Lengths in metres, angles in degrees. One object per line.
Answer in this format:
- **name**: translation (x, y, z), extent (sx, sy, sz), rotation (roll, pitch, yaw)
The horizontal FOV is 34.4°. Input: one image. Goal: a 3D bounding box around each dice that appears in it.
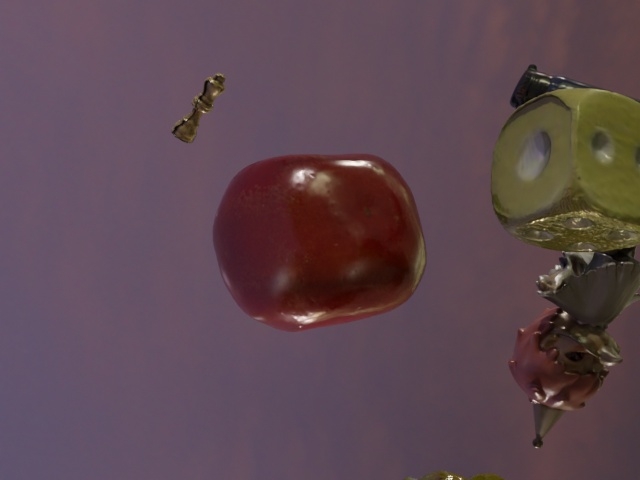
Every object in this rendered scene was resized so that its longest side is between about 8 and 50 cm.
- **dice**: translation (0.328, -0.085, 1.309), extent (0.169, 0.166, 0.169), rotation (14, -107, -27)

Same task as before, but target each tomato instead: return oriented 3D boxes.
- **tomato**: translation (0.000, 0.000, 1.621), extent (0.290, 0.325, 0.293), rotation (-41, 53, 56)

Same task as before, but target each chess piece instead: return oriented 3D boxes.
- **chess piece**: translation (-0.264, -0.297, 2.283), extent (0.172, 0.060, 0.060), rotation (-54, -16, 20)

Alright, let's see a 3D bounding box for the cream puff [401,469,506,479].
- **cream puff**: translation (0.171, 0.498, 1.437), extent (0.378, 0.275, 0.378), rotation (-45, 8, 8)

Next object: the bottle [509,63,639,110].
- **bottle**: translation (0.406, -0.190, 1.538), extent (0.072, 0.244, 0.082), rotation (75, -144, -73)

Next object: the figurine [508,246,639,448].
- **figurine**: translation (0.384, 0.148, 1.549), extent (0.207, 0.166, 0.387), rotation (8, -73, -44)
